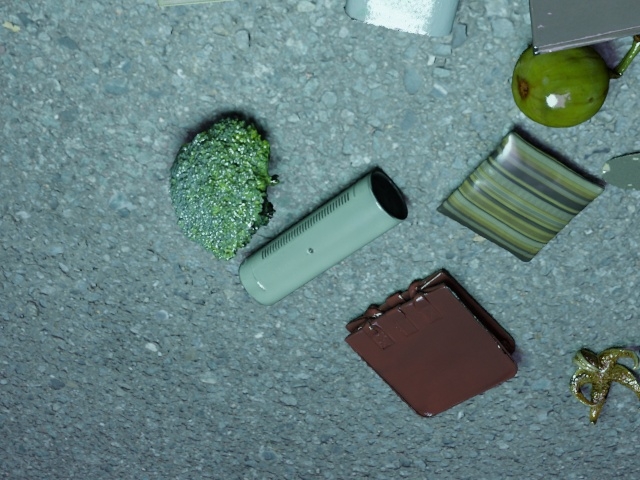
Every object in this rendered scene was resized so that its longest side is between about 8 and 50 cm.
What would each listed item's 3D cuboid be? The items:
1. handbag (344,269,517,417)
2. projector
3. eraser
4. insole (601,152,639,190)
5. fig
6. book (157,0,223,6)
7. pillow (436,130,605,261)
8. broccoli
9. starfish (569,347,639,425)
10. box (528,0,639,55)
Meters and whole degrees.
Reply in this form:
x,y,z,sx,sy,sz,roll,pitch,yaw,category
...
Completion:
x,y,z,sx,sy,sz,roll,pitch,yaw,category
0.222,0.208,1.841,0.260,0.084,0.275,-34,114,30,handbag
0.000,0.000,1.710,0.337,0.108,0.108,-34,114,29,projector
0.137,-0.430,1.384,0.174,0.081,0.227,13,128,1,eraser
0.606,-0.115,1.579,0.248,0.011,0.081,5,128,7,insole
0.390,-0.254,1.458,0.142,0.186,0.148,24,117,47,fig
-0.156,-0.456,1.454,0.242,0.018,0.170,-1,125,10,book
0.348,-0.073,1.629,0.208,0.052,0.212,29,128,-15,pillow
-0.167,-0.086,1.635,0.198,0.176,0.226,3,138,30,broccoli
0.569,0.287,1.843,0.146,0.074,0.190,1,126,10,starfish
0.415,-0.385,1.304,0.252,0.188,0.153,-7,125,17,box
